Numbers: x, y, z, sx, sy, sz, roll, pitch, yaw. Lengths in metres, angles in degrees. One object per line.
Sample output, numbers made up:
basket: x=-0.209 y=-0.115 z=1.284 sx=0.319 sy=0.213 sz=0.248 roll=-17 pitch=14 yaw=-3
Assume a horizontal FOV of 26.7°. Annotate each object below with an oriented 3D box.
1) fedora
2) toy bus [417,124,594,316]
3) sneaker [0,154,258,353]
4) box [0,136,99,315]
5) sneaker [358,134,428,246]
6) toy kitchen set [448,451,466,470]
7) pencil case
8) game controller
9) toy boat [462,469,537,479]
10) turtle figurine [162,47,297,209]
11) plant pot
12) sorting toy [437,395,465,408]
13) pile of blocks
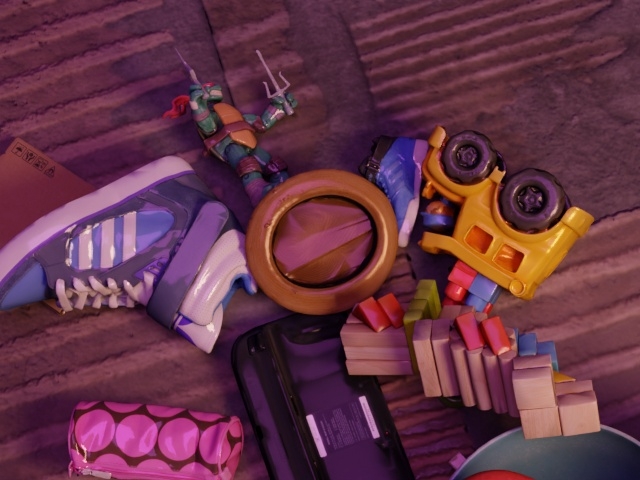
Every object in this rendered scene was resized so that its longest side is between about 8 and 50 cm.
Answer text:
fedora: x=0.000 y=0.000 z=1.700 sx=0.194 sy=0.079 sz=0.194 roll=-1 pitch=94 yaw=-6
toy bus: x=0.196 y=-0.011 z=1.680 sx=0.220 sy=0.149 sz=0.211 roll=34 pitch=95 yaw=16
sneaker: x=-0.235 y=0.060 z=1.676 sx=0.323 sy=0.130 sz=0.236 roll=-32 pitch=76 yaw=-16
box: x=-0.371 y=-0.021 z=1.781 sx=0.201 sy=0.021 sz=0.164 roll=33 pitch=79 yaw=13
sneaker: x=0.086 y=-0.066 z=1.735 sx=0.085 sy=0.058 sz=0.152 roll=10 pitch=70 yaw=2
toy kitchen set: x=0.170 y=0.306 z=1.613 sx=0.075 sy=0.068 sz=0.083 roll=-41 pitch=74 yaw=-8
pencil case: x=-0.202 y=0.253 z=1.650 sx=0.209 sy=0.095 sz=0.098 roll=2 pitch=38 yaw=7
game controller: x=0.008 y=0.238 z=1.660 sx=0.167 sy=0.067 sz=0.319 roll=-16 pitch=73 yaw=-15
toy boat: x=0.217 y=0.311 z=1.350 sx=0.231 sy=0.151 sz=0.151 roll=18 pitch=70 yaw=30
turtle figurine: x=-0.104 y=-0.147 z=1.752 sx=0.175 sy=0.118 sz=0.234 roll=-18 pitch=69 yaw=-44
plant pot: x=0.282 y=0.369 z=1.502 sx=0.290 sy=0.195 sz=0.290 roll=-10 pitch=59 yaw=17
sorting toy: x=0.157 y=0.157 z=1.672 sx=0.061 sy=0.042 sz=0.102 roll=-14 pitch=73 yaw=0
pile of blocks: x=0.173 y=0.110 z=1.558 sx=0.362 sy=0.112 sz=0.149 roll=17 pitch=42 yaw=41
